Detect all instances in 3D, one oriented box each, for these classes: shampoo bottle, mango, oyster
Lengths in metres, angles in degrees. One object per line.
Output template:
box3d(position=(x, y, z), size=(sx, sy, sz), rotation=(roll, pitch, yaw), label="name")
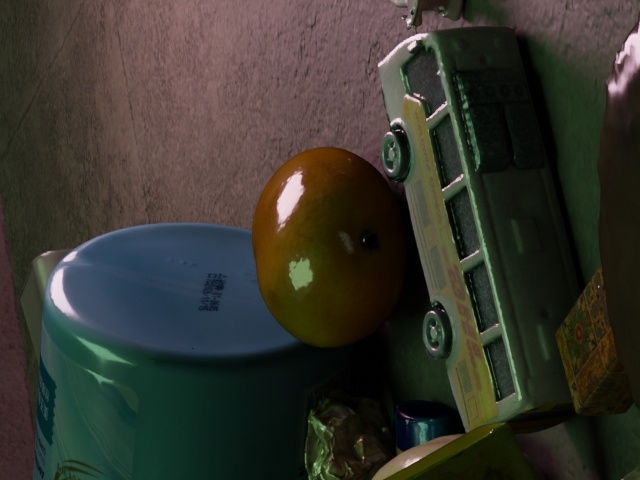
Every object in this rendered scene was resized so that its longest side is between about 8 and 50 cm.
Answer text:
box3d(position=(-0.134, 0.196, 2.059), size=(0.331, 0.331, 0.342), rotation=(-128, 39, -56), label="shampoo bottle")
box3d(position=(0.004, -0.004, 1.905), size=(0.175, 0.139, 0.254), rotation=(-63, 25, 20), label="mango")
box3d(position=(0.047, 0.229, 1.882), size=(0.081, 0.163, 0.191), rotation=(-16, 79, 30), label="oyster")
box3d(position=(0.100, 0.246, 1.835), size=(0.087, 0.050, 0.183), rotation=(-156, 62, -71), label="shampoo bottle")

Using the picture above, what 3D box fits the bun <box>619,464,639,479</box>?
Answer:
box3d(position=(0.272, 0.251, 1.159), size=(0.146, 0.287, 0.287), rotation=(43, -171, -39), label="bun")

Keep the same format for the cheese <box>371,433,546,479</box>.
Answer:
box3d(position=(0.123, 0.300, 1.680), size=(0.233, 0.127, 0.266), rotation=(180, 83, -70), label="cheese")

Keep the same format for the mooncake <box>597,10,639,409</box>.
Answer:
box3d(position=(0.289, -0.014, 1.064), size=(0.324, 0.187, 0.324), rotation=(176, 90, -72), label="mooncake")

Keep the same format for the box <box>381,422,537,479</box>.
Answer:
box3d(position=(0.121, 0.294, 1.506), size=(0.260, 0.175, 0.062), rotation=(64, 159, -2), label="box")

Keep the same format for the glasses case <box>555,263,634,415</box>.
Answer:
box3d(position=(0.235, 0.043, 1.417), size=(0.218, 0.049, 0.075), rotation=(114, 151, -53), label="glasses case")

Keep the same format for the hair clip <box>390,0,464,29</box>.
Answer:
box3d(position=(0.074, -0.272, 1.778), size=(0.220, 0.054, 0.140), rotation=(-115, 23, -47), label="hair clip")

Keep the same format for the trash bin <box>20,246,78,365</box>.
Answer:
box3d(position=(-0.233, 0.186, 2.495), size=(0.158, 0.223, 0.343), rotation=(128, 130, -62), label="trash bin")

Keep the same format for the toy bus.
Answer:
box3d(position=(0.134, -0.012, 1.608), size=(0.138, 0.097, 0.342), rotation=(138, 123, -63), label="toy bus")
